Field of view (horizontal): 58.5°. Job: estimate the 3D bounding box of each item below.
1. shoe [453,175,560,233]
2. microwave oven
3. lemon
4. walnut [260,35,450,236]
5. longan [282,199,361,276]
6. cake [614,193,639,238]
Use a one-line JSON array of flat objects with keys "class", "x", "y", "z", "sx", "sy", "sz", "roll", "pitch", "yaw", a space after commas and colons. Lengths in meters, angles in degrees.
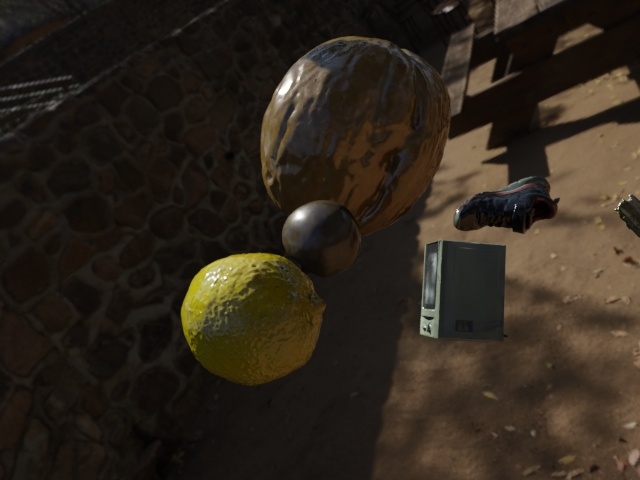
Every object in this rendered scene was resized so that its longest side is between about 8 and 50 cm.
[{"class": "shoe", "x": 0.493, "y": -0.068, "z": 1.501, "sx": 0.291, "sy": 0.114, "sz": 0.137, "roll": -18, "pitch": 44, "yaw": -5}, {"class": "microwave oven", "x": 0.299, "y": 0.109, "z": 1.218, "sx": 0.163, "sy": 0.204, "sz": 0.129, "roll": 6, "pitch": -6, "yaw": -9}, {"class": "lemon", "x": -0.145, "y": 0.158, "z": 1.170, "sx": 0.322, "sy": 0.268, "sz": 0.268, "roll": -14, "pitch": 29, "yaw": 27}, {"class": "walnut", "x": 0.052, "y": -0.158, "z": 0.926, "sx": 0.333, "sy": 0.332, "sz": 0.333, "roll": -29, "pitch": 23, "yaw": 13}, {"class": "longan", "x": 0.000, "y": 0.000, "z": 0.760, "sx": 0.113, "sy": 0.113, "sz": 0.092, "roll": -22, "pitch": 3, "yaw": 30}, {"class": "cake", "x": 0.612, "y": -0.029, "z": 1.078, "sx": 0.051, "sy": 0.140, "sz": 0.055, "roll": -42, "pitch": 1, "yaw": 22}]
